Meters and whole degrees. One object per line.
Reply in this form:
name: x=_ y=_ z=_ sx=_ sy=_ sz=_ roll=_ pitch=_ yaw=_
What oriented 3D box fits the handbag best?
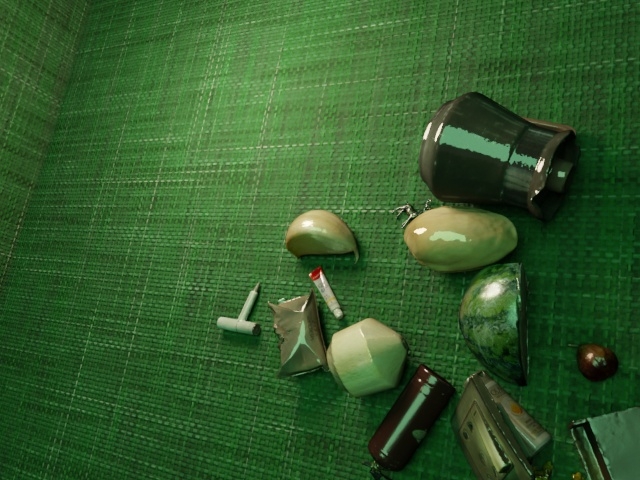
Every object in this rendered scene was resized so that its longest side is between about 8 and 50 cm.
handbag: x=-0.072 y=0.289 z=1.738 sx=0.183 sy=0.117 sz=0.270 roll=-17 pitch=65 yaw=8

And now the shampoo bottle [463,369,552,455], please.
shampoo bottle: x=0.461 y=0.423 z=1.419 sx=0.227 sy=0.086 sz=0.056 roll=46 pitch=126 yaw=33

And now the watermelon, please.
watermelon: x=0.465 y=0.216 z=1.464 sx=0.224 sy=0.180 sz=0.305 roll=148 pitch=128 yaw=-68

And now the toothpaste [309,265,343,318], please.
toothpaste: x=0.020 y=0.163 z=1.782 sx=0.048 sy=0.031 sz=0.190 roll=-40 pitch=56 yaw=15

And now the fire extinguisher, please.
fire extinguisher: x=0.227 y=0.501 z=1.507 sx=0.135 sy=0.114 sz=0.337 roll=34 pitch=91 yaw=6

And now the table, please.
table: x=0.665 y=0.456 z=1.234 sx=0.193 sy=0.172 sz=0.169 roll=-19 pitch=64 yaw=11

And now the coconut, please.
coconut: x=0.137 y=0.317 z=1.565 sx=0.222 sy=0.202 sz=0.202 roll=-24 pitch=63 yaw=22

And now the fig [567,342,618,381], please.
fig: x=0.651 y=0.277 z=1.378 sx=0.089 sy=0.089 sz=0.125 roll=-41 pitch=36 yaw=10

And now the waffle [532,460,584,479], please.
waffle: x=0.541 y=0.644 z=1.322 sx=0.232 sy=0.051 sz=0.228 roll=-36 pitch=63 yaw=14

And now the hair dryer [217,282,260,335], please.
hair dryer: x=-0.255 y=0.218 z=1.911 sx=0.155 sy=0.044 sz=0.183 roll=5 pitch=70 yaw=29

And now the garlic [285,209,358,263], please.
garlic: x=0.004 y=-0.013 z=1.808 sx=0.245 sy=0.145 sz=0.164 roll=5 pitch=108 yaw=28

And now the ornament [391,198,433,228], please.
ornament: x=0.284 y=-0.093 z=1.726 sx=0.125 sy=0.028 sz=0.073 roll=-35 pitch=60 yaw=16

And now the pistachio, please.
pistachio: x=0.376 y=-0.007 z=1.553 sx=0.299 sy=0.187 sz=0.187 roll=-5 pitch=71 yaw=17

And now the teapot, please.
teapot: x=0.496 y=-0.228 z=1.519 sx=0.362 sy=0.305 sz=0.376 roll=25 pitch=48 yaw=32

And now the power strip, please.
power strip: x=0.413 y=0.478 z=1.348 sx=0.092 sy=0.251 sz=0.257 roll=-16 pitch=51 yaw=-10
